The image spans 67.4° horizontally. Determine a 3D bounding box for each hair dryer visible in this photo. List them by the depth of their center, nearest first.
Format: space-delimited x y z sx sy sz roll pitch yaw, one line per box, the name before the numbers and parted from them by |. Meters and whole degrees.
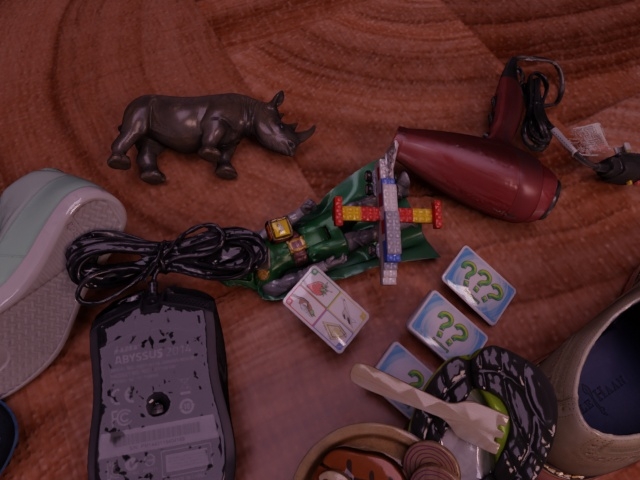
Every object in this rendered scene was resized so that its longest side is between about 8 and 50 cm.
hair dryer | 0.215 -0.118 0.578 0.293 0.080 0.224 -12 57 -19

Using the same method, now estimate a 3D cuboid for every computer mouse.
computer mouse | -0.135 0.124 0.442 0.188 0.072 0.273 -3 72 -8

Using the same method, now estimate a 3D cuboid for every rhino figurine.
rhino figurine | -0.126 -0.134 0.583 0.243 0.073 0.107 -4 66 -3

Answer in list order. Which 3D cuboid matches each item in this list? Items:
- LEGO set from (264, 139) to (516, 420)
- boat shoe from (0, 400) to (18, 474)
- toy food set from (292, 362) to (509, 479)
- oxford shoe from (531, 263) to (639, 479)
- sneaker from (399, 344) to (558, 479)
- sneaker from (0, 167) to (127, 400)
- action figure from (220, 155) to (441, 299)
LEGO set | 0.069 0.032 0.459 0.244 0.060 0.182 43 72 -3
boat shoe | -0.373 0.236 0.382 0.109 0.089 0.258 44 75 8
toy food set | 0.038 0.187 0.314 0.132 0.038 0.192 18 82 19
oxford shoe | 0.342 0.077 0.426 0.396 0.147 0.140 -34 67 -16
sneaker | 0.079 0.223 0.381 0.111 0.121 0.300 35 88 20
sneaker | -0.317 0.040 0.500 0.151 0.094 0.256 27 79 38
action figure | 0.000 0.000 0.522 0.232 0.063 0.137 -24 68 -7
